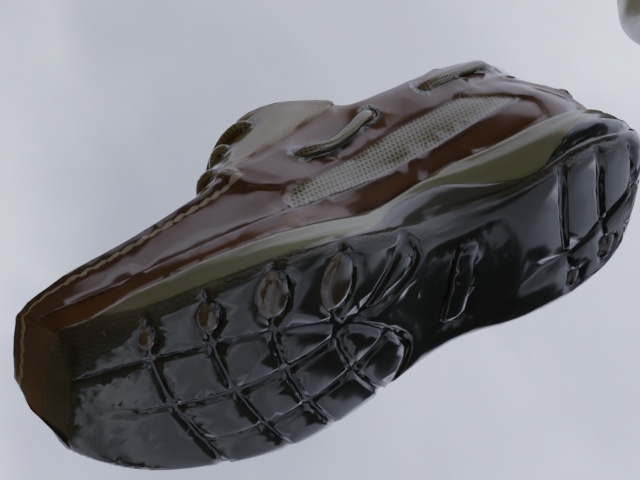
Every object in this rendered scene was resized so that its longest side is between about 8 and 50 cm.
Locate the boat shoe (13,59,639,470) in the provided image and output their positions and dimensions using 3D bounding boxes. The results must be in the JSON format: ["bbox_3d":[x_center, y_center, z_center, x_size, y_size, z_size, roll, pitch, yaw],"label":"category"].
[{"bbox_3d":[0.000,0.000,0.873,0.120,0.324,0.122,43,-43,33],"label":"boat shoe"}]

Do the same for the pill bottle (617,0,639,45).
[{"bbox_3d":[0.317,-0.304,1.592,0.162,0.162,0.278,-20,-116,45],"label":"pill bottle"}]
